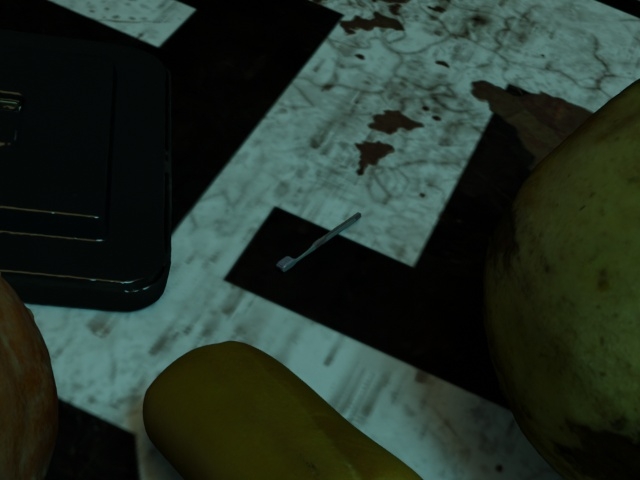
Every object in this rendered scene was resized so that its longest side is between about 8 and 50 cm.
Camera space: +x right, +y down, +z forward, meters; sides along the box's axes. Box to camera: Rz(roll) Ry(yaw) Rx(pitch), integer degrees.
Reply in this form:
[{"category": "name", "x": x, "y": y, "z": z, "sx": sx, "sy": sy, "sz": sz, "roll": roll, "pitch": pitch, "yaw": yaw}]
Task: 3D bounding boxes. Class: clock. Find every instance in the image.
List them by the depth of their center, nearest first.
[{"category": "clock", "x": -0.245, "y": -0.072, "z": 0.893, "sx": 0.279, "sy": 0.049, "sz": 0.273, "roll": 5, "pitch": 44, "yaw": -13}]

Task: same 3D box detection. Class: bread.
[{"category": "bread", "x": -0.019, "y": 0.119, "z": 0.677, "sx": 0.093, "sy": 0.073, "sz": 0.239, "roll": -5, "pitch": 18, "yaw": -28}]

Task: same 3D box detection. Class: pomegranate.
[{"category": "pomegranate", "x": 0.251, "y": 0.030, "z": 0.764, "sx": 0.322, "sy": 0.322, "sz": 0.322, "roll": 10, "pitch": 42, "yaw": -9}]

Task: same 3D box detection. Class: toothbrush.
[{"category": "toothbrush", "x": 0.000, "y": 0.000, "z": 0.931, "sx": 0.008, "sy": 0.006, "sz": 0.097, "roll": 34, "pitch": 44, "yaw": 23}]

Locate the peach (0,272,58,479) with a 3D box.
[{"category": "peach", "x": -0.230, "y": 0.093, "z": 0.606, "sx": 0.233, "sy": 0.232, "sz": 0.232, "roll": 10, "pitch": 42, "yaw": -9}]
